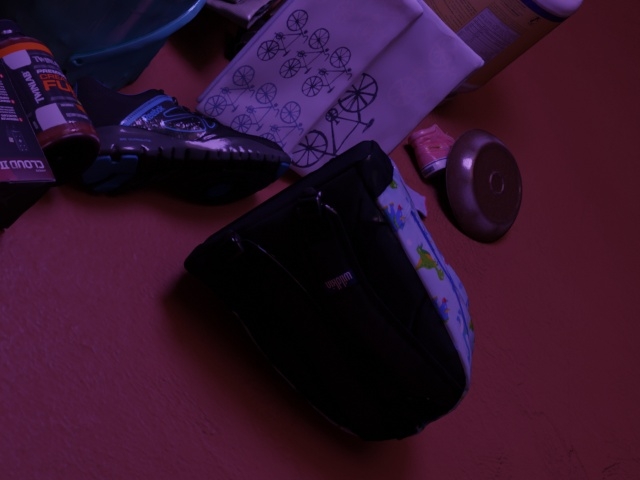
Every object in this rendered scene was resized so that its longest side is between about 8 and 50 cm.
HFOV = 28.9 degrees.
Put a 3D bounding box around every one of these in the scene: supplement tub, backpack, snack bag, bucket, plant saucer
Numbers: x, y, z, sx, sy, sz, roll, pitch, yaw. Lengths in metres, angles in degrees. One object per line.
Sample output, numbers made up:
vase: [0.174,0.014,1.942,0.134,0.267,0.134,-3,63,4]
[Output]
supplement tub: [-0.343,-0.165,1.453,0.106,0.106,0.198,-5,56,-51]
backpack: [0.052,0.081,1.564,0.355,0.290,0.273,57,19,-5]
snack bag: [0.037,-0.220,1.752,0.342,0.323,0.037,36,13,-43]
bucket: [-0.287,-0.357,1.630,0.281,0.183,0.281,30,40,-29]
plant saucer: [0.291,-0.096,2.127,0.198,0.036,0.198,8,79,-45]
supplement tub: [0.272,-0.412,2.197,0.241,0.331,0.241,29,41,-29]

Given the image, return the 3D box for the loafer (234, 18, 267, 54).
loafer: [-0.040,-0.259,1.893,0.220,0.080,0.078,25,40,6]

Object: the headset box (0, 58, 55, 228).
headset box: [-0.434,-0.128,1.319,0.218,0.110,0.293,-8,66,-52]

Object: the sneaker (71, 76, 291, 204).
sneaker: [-0.176,-0.136,1.613,0.341,0.125,0.140,7,54,-47]

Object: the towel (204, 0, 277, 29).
towel: [-0.177,-0.460,1.876,0.324,0.056,0.312,29,36,4]

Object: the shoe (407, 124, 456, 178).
shoe: [0.221,-0.161,2.149,0.178,0.063,0.081,-15,77,-49]

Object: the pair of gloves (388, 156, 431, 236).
pair of gloves: [0.118,-0.057,1.974,0.159,0.023,0.198,31,40,-28]

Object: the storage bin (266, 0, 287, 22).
storage bin: [0.047,-0.316,2.037,0.260,0.123,0.262,47,35,-8]
